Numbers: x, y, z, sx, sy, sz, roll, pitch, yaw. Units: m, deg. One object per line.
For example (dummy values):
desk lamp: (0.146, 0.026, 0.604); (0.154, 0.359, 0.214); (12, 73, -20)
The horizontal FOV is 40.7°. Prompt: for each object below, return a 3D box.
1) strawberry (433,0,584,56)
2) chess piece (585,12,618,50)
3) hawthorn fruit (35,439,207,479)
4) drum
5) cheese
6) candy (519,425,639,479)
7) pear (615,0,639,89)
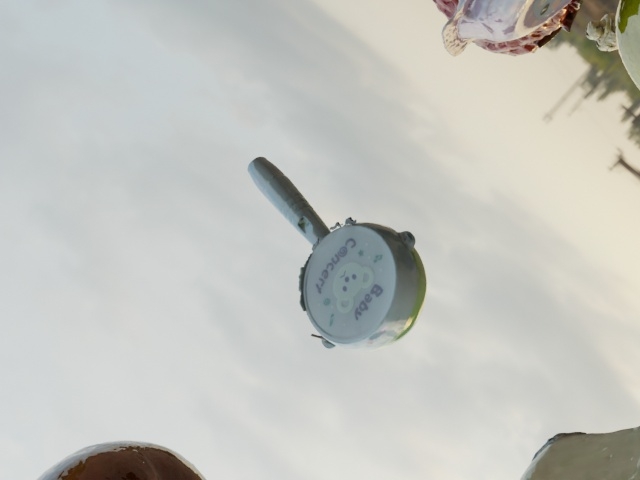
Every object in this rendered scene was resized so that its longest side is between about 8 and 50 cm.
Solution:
strawberry: (0.185, -0.327, 0.962); (0.244, 0.205, 0.205); (24, -155, -13)
chess piece: (0.432, -0.263, 1.126); (0.172, 0.060, 0.060); (7, -153, -4)
hawthorn fruit: (-0.210, 0.334, 0.889); (0.267, 0.301, 0.268); (33, -156, -17)
drum: (0.014, -0.013, 0.806); (0.049, 0.130, 0.253); (16, -140, -48)
cheese: (0.129, -0.162, 0.414); (0.042, 0.191, 0.105); (47, -169, 15)
candy: (0.458, 0.407, 1.162); (0.186, 0.386, 0.427); (-90, -22, -47)
pear: (0.430, -0.224, 0.810); (0.294, 0.294, 0.294); (34, -158, -16)
